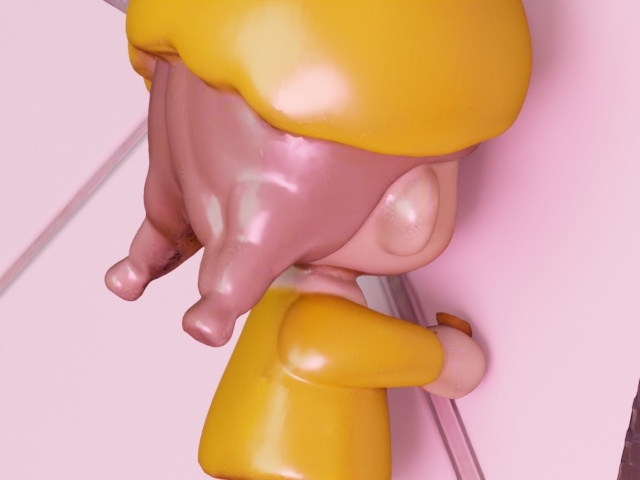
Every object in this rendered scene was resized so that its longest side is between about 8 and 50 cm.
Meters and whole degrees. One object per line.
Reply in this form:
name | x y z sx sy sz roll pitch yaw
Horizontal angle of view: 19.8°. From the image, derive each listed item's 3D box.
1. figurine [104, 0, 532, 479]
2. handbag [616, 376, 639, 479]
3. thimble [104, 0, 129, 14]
figurine | 0.000 0.000 0.842 0.215 0.187 0.344 1 89 61
handbag | 0.215 0.051 0.636 0.270 0.088 0.175 0 78 48
thimble | -0.081 -0.228 0.954 0.149 0.185 0.211 37 142 48
